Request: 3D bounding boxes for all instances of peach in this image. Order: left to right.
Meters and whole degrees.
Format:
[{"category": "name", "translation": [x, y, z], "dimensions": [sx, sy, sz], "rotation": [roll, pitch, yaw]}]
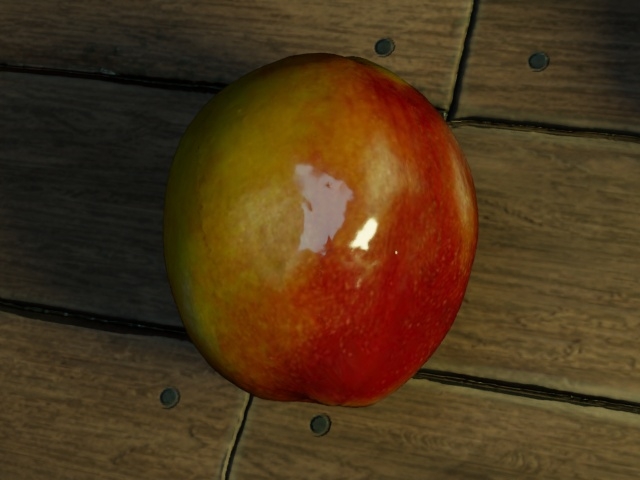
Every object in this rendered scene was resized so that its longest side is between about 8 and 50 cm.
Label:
[{"category": "peach", "translation": [0.000, 0.000, 1.691], "dimensions": [0.307, 0.308, 0.332], "rotation": [-12, 65, 17]}]
